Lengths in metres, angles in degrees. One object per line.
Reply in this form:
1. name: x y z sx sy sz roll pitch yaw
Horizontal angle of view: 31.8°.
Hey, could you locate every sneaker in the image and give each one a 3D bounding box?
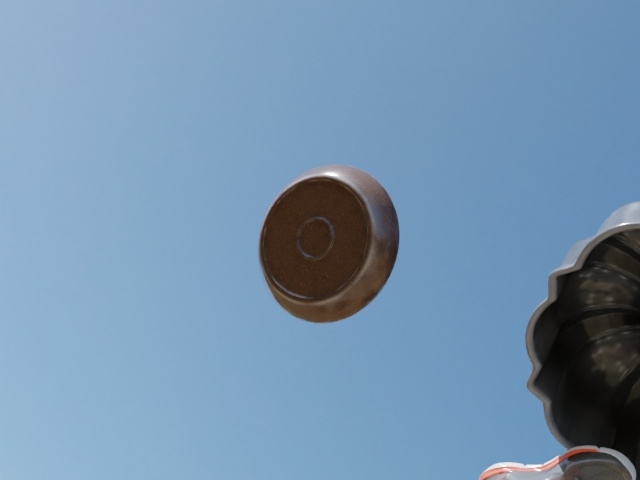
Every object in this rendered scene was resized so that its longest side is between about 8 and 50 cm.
1. sneaker: 0.222 0.243 1.065 0.158 0.065 0.061 -19 -72 28

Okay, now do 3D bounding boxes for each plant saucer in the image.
1. plant saucer: 0.000 0.000 1.154 0.168 0.168 0.029 21 -1 32

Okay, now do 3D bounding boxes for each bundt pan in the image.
1. bundt pan: 0.363 0.090 1.057 0.331 0.124 0.330 8 -61 14
